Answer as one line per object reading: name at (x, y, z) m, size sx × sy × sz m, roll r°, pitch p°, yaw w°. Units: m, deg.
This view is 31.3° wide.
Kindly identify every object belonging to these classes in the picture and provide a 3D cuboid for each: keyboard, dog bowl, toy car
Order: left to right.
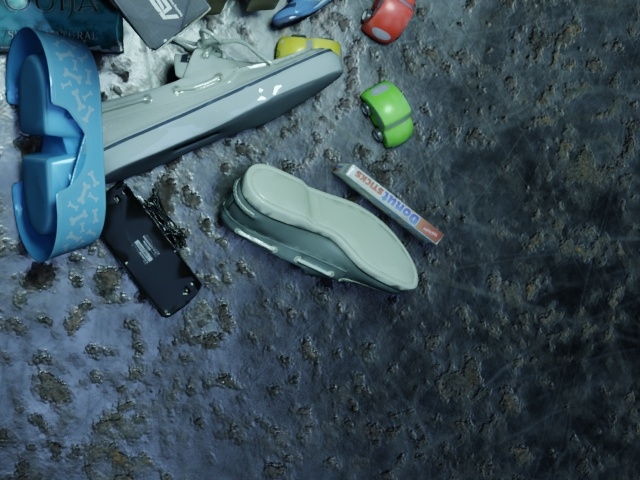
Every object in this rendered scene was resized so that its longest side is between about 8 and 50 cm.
dog bowl at (-0.338, -0.123, 1.465) m, size 0.074 × 0.166 × 0.297 m, roll -6°, pitch 99°, yaw -33°
keyboard at (-0.234, 0.006, 1.581) m, size 0.100 × 0.038 × 0.192 m, roll -36°, pitch 97°, yaw -5°
toy car at (0.078, -0.239, 1.649) m, size 0.239 × 0.053 × 0.225 m, roll -31°, pitch 105°, yaw -13°

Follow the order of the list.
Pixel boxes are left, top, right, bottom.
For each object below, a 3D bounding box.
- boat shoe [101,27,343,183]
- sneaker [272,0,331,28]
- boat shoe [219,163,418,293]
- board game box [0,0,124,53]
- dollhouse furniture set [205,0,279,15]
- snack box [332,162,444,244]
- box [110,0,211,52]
boat shoe at (-0.159, -0.215, 1.538) m, size 0.367 × 0.136 × 0.156 m, roll -24°, pitch 86°, yaw -4°
sneaker at (-0.016, -0.350, 1.607) m, size 0.144 × 0.053 × 0.059 m, roll -38°, pitch 101°, yaw -16°
boat shoe at (0.000, 0.000, 1.644) m, size 0.319 × 0.116 × 0.099 m, roll 28°, pitch 130°, yaw -26°
board game box at (-0.355, -0.310, 1.506) m, size 0.186 × 0.026 × 0.126 m, roll -3°, pitch 98°, yaw -19°
dollhouse furniture set at (-0.072, -0.447, 1.502) m, size 0.259 × 0.135 × 0.262 m, roll -7°, pitch 90°, yaw -13°
snack box at (0.099, -0.054, 1.670) m, size 0.178 × 0.064 × 0.022 m, roll 37°, pitch 83°, yaw -19°
box at (-0.299, -0.422, 1.289) m, size 0.097 × 0.318 × 0.395 m, roll -39°, pitch 120°, yaw -3°
